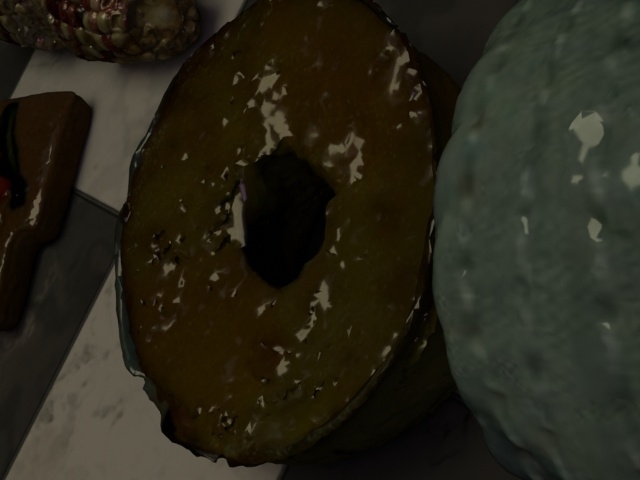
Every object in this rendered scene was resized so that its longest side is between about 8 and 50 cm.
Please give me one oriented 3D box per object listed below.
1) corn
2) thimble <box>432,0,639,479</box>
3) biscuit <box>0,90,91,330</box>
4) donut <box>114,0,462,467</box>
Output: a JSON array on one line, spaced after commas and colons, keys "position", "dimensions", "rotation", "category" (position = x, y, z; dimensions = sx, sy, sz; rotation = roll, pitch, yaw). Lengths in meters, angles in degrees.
[{"position": [-0.196, -0.188, 1.077], "dimensions": [0.290, 0.098, 0.098], "rotation": [23, 86, 46], "category": "corn"}, {"position": [0.163, -0.011, 0.530], "dimensions": [0.172, 0.205, 0.250], "rotation": [2, 77, 46], "category": "thimble"}, {"position": [-0.288, -0.007, 1.107], "dimensions": [0.301, 0.043, 0.278], "rotation": [-51, 43, 12], "category": "biscuit"}, {"position": [0.000, 0.000, 0.776], "dimensions": [0.272, 0.107, 0.272], "rotation": [-20, 60, 40], "category": "donut"}]
